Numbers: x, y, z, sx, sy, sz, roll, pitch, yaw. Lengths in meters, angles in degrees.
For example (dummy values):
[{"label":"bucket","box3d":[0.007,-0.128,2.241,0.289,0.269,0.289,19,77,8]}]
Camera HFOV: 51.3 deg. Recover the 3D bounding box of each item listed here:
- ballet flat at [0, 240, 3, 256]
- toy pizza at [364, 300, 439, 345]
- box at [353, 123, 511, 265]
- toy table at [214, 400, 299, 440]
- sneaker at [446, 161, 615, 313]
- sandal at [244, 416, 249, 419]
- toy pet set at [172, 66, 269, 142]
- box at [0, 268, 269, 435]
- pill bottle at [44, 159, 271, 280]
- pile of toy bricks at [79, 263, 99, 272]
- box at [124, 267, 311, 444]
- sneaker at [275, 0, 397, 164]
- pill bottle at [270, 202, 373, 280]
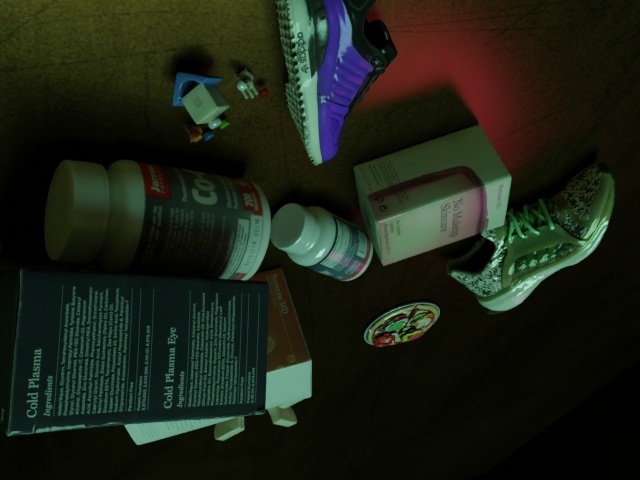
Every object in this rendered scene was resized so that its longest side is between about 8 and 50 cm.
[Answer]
[{"label":"ballet flat","box3d":[-0.552,0.056,0.993,0.188,0.070,0.070,-32,145,18]},{"label":"toy pizza","box3d":[0.206,0.217,1.661,0.201,0.032,0.201,-14,147,-9]},{"label":"box","box3d":[0.189,-0.075,1.142,0.232,0.127,0.148,-19,147,-2]},{"label":"toy table","box3d":[-0.150,0.330,1.520,0.252,0.161,0.274,18,132,-44]},{"label":"sneaker","box3d":[0.417,-0.010,1.365,0.182,0.158,0.410,22,125,-24]},{"label":"sandal","box3d":[-0.214,0.447,1.762,0.067,0.040,0.179,-30,146,14]},{"label":"toy pet set","box3d":[-0.149,-0.188,0.881,0.122,0.065,0.114,-32,180,23]},{"label":"box","box3d":[-0.290,0.136,0.904,0.312,0.179,0.343,5,173,-37]},{"label":"pill bottle","box3d":[-0.229,-0.027,0.955,0.283,0.161,0.161,7,138,-36]},{"label":"pile of toy bricks","box3d":[-0.394,0.090,1.114,0.212,0.118,0.105,25,88,-34]},{"label":"box","box3d":[-0.209,0.217,1.271,0.345,0.215,0.168,-14,146,-11]},{"label":"sneaker","box3d":[0.031,-0.216,0.875,0.146,0.102,0.293,-16,147,-7]},{"label":"pill bottle","box3d":[0.000,0.000,1.167,0.108,0.108,0.180,-37,143,24]}]
